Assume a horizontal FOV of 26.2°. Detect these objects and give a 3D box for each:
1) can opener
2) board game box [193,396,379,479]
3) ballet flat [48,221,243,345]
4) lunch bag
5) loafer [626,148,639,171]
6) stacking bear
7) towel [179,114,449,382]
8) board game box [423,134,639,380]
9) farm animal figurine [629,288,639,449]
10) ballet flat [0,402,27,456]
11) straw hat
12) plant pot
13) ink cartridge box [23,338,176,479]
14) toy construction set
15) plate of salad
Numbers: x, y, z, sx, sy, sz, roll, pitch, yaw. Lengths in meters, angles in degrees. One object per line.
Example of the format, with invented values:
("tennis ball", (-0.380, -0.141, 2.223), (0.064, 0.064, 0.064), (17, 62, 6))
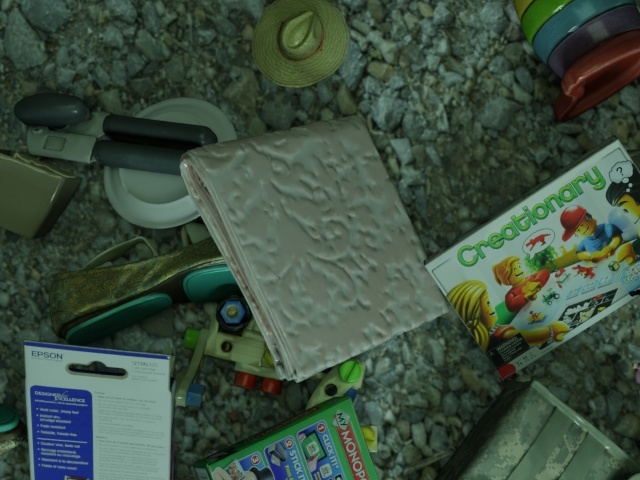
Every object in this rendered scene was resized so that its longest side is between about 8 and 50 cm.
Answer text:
("can opener", (-0.282, -0.143, 1.844), (0.283, 0.095, 0.076), (8, 71, 22))
("board game box", (-0.006, 0.378, 1.686), (0.214, 0.046, 0.317), (-22, 95, -30))
("ballet flat", (-0.199, 0.038, 1.845), (0.349, 0.123, 0.123), (-18, 82, -4))
("lunch bag", (0.302, 0.358, 1.779), (0.287, 0.169, 0.235), (40, 80, -2))
("loafer", (0.457, -0.084, 1.876), (0.320, 0.111, 0.112), (-16, 82, -4))
("stacking bear", (0.329, -0.339, 1.896), (0.164, 0.175, 0.289), (-29, 76, -4))
("towel", (0.000, 0.000, 1.786), (0.332, 0.053, 0.317), (-17, 80, -48))
("board game box", (0.316, 0.024, 1.828), (0.305, 0.053, 0.193), (-34, 96, 9))
("farm animal figurine", (0.544, 0.169, 1.795), (0.327, 0.172, 0.330), (-6, 117, -5))
("ballet flat", (-0.619, 0.252, 1.791), (0.483, 0.164, 0.182), (14, 103, 6))
("straw hat", (-0.028, -0.287, 1.920), (0.145, 0.061, 0.144), (0, 81, -1))
("plant pot", (-0.398, -0.060, 1.858), (0.109, 0.109, 0.096), (21, 94, 2))
("ink cartridge box", (-0.272, 0.256, 1.709), (0.176, 0.371, 0.069), (6, 38, -1))
("toy construction set", (-0.073, 0.191, 1.810), (0.328, 0.151, 0.215), (14, 81, -10))
("plate of salad", (-0.203, -0.104, 1.883), (0.200, 0.048, 0.199), (-7, 66, 15))
